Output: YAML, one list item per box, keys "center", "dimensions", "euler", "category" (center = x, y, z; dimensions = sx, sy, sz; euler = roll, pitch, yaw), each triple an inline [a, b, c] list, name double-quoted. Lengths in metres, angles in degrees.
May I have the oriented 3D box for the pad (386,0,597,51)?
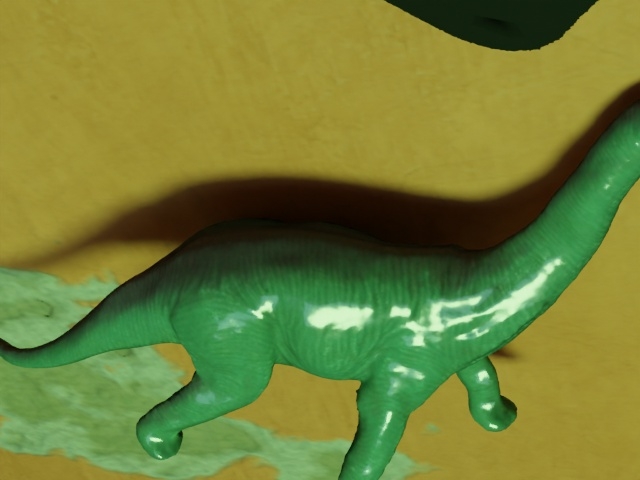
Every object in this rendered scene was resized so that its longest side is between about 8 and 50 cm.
- center: [0.026, -0.229, 0.721]
  dimensions: [0.315, 0.063, 0.375]
  euler: [26, 154, -10]
  category: "pad"

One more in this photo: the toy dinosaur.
- center: [0.000, 0.000, 1.056]
  dimensions: [0.383, 0.129, 0.331]
  euler: [11, 139, 2]
  category: "toy dinosaur"
